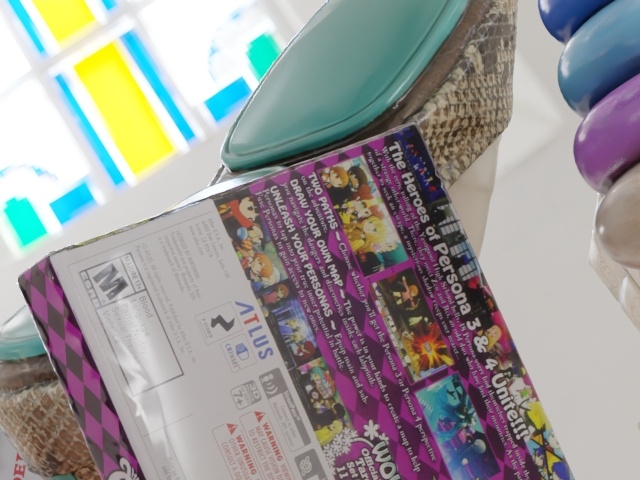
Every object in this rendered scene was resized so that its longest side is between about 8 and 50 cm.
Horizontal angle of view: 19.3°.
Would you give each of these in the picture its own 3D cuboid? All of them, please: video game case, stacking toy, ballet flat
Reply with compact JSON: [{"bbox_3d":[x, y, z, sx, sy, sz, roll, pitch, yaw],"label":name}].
[{"bbox_3d":[0.006,0.084,0.810,0.210,0.232,0.042,-23,-3,-38],"label":"video game case"},{"bbox_3d":[0.139,-0.160,0.842,0.141,0.330,0.141,-18,-13,-4],"label":"stacking toy"},{"bbox_3d":[0.000,0.000,1.045,0.164,0.182,0.483,-11,27,40],"label":"ballet flat"}]

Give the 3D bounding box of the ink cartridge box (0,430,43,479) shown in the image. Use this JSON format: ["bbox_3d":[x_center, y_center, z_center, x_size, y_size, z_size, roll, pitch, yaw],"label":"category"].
[{"bbox_3d":[-0.126,0.174,1.230,0.072,0.175,0.127,7,-87,-80],"label":"ink cartridge box"}]

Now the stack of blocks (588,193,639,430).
[{"bbox_3d":[0.291,0.080,1.212,0.171,0.297,0.087,-24,-31,-14],"label":"stack of blocks"}]
